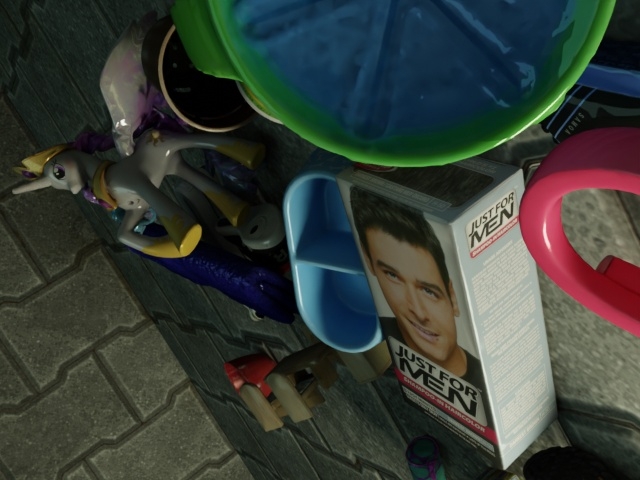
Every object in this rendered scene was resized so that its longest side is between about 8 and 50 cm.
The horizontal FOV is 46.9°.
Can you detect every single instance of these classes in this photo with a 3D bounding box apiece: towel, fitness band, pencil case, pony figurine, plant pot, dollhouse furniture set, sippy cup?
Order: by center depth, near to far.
[{"bbox_3d":[0.066,-0.198,0.491,0.305,0.224,0.240,19,122,3],"label":"sippy cup"},{"bbox_3d":[0.289,0.019,0.545,0.291,0.054,0.209,27,156,25],"label":"fitness band"},{"bbox_3d":[-0.169,-0.250,1.029,0.165,0.167,0.167,34,150,55],"label":"plant pot"},{"bbox_3d":[-0.273,-0.145,1.201,0.363,0.351,0.303,24,150,19],"label":"pony figurine"},{"bbox_3d":[-0.011,0.166,1.219,0.242,0.212,0.161,-29,98,40],"label":"dollhouse furniture set"},{"bbox_3d":[-0.187,0.055,1.296,0.308,0.076,0.227,19,173,30],"label":"towel"},{"bbox_3d":[0.198,0.426,1.333,0.070,0.064,0.151,50,163,56],"label":"pencil case"}]

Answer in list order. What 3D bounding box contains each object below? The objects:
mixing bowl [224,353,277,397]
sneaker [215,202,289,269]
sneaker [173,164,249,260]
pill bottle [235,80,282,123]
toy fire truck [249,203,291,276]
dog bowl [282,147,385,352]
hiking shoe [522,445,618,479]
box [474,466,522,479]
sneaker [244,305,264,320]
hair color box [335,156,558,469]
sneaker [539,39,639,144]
[{"bbox_3d":[-0.152,0.354,1.870,0.181,0.098,0.181,43,155,26],"label":"mixing bowl"},{"bbox_3d":[-0.081,0.001,1.226,0.121,0.079,0.217,42,167,-28],"label":"sneaker"},{"bbox_3d":[-0.184,-0.034,1.423,0.094,0.091,0.258,26,153,38],"label":"sneaker"},{"bbox_3d":[0.004,-0.217,0.750,0.136,0.136,0.246,57,157,-4],"label":"pill bottle"},{"bbox_3d":[-0.108,0.021,1.400,0.192,0.047,0.135,60,156,-13],"label":"toy fire truck"},{"bbox_3d":[0.033,0.020,0.982,0.166,0.074,0.297,10,122,31],"label":"dog bowl"},{"bbox_3d":[0.345,0.335,0.900,0.227,0.086,0.114,14,131,56],"label":"hiking shoe"},{"bbox_3d":[0.286,0.485,1.013,0.290,0.177,0.279,48,175,16],"label":"box"},{"bbox_3d":[-0.154,0.147,1.690,0.037,0.032,0.083,-4,125,48],"label":"sneaker"},{"bbox_3d":[0.158,0.076,0.878,0.185,0.113,0.374,27,143,48],"label":"hair color box"},{"bbox_3d":[0.192,-0.117,0.593,0.232,0.081,0.090,30,139,44],"label":"sneaker"}]
